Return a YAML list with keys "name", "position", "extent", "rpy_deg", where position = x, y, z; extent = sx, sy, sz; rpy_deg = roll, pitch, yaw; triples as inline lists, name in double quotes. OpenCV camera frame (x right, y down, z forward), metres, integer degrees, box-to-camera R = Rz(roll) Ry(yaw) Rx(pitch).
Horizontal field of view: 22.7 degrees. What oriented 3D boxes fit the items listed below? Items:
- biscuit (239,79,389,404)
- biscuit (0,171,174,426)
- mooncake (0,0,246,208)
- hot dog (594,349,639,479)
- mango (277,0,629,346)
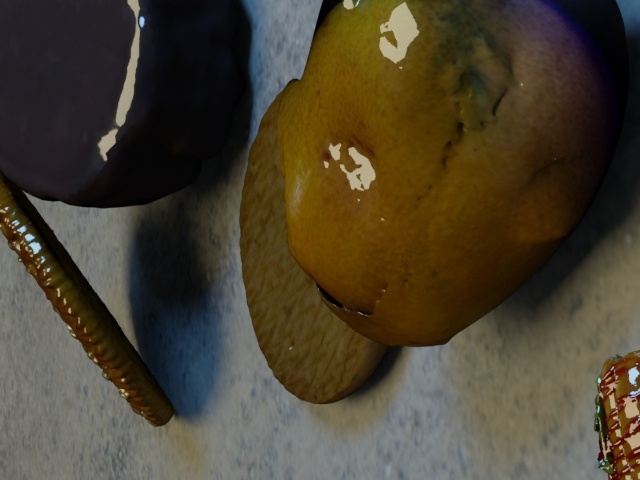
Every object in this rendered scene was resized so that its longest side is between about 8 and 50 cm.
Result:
- name: "biscuit"
  position: [0.001, 0.000, 1.253]
  extent: [0.262, 0.037, 0.262]
  rpy_deg: [3, 94, 63]
- name: "biscuit"
  position: [-0.239, 0.058, 1.549]
  extent: [0.305, 0.038, 0.305]
  rpy_deg: [54, 174, 8]
- name: "mooncake"
  position: [-0.192, -0.168, 1.457]
  extent: [0.283, 0.141, 0.283]
  rpy_deg: [-1, 89, 43]
- name: "hot dog"
  position: [0.184, 0.133, 0.890]
  extent: [0.062, 0.038, 0.144]
  rpy_deg: [-34, 62, 59]
- name: "mango"
  position: [0.073, -0.057, 0.964]
  extent: [0.201, 0.152, 0.287]
  rpy_deg: [57, 144, 25]
